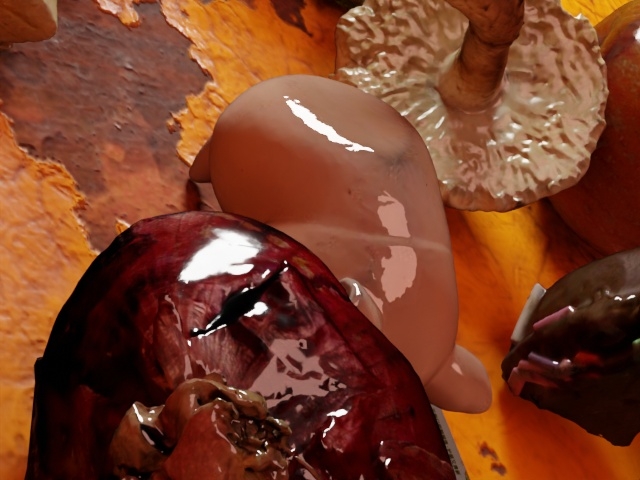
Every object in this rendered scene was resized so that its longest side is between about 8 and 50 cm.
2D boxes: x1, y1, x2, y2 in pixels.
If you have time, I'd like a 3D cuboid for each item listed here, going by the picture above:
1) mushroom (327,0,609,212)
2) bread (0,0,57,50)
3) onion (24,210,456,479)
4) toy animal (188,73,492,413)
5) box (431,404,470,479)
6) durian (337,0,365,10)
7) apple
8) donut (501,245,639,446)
[{"bbox_3d":[0.118,-0.124,1.300,0.233,0.208,0.302,30,14,1],"label":"mushroom"},{"bbox_3d":[-0.235,-0.221,1.119,0.139,0.060,0.178,28,41,-34],"label":"bread"},{"bbox_3d":[-0.047,0.107,0.904,0.281,0.221,0.281,-18,90,-82],"label":"onion"},{"bbox_3d":[0.011,-0.002,1.111,0.166,0.154,0.250,10,45,-38],"label":"toy animal"},{"bbox_3d":[0.067,0.161,1.143,0.041,0.050,0.207,6,55,-49],"label":"box"},{"bbox_3d":[-0.002,-0.297,1.467,0.394,0.163,0.198,36,-2,-30],"label":"durian"},{"bbox_3d":[0.299,-0.099,1.506,0.253,0.253,0.254,31,39,-29],"label":"apple"},{"bbox_3d":[0.329,0.106,1.322,0.345,0.259,0.136,31,48,-28],"label":"donut"}]
